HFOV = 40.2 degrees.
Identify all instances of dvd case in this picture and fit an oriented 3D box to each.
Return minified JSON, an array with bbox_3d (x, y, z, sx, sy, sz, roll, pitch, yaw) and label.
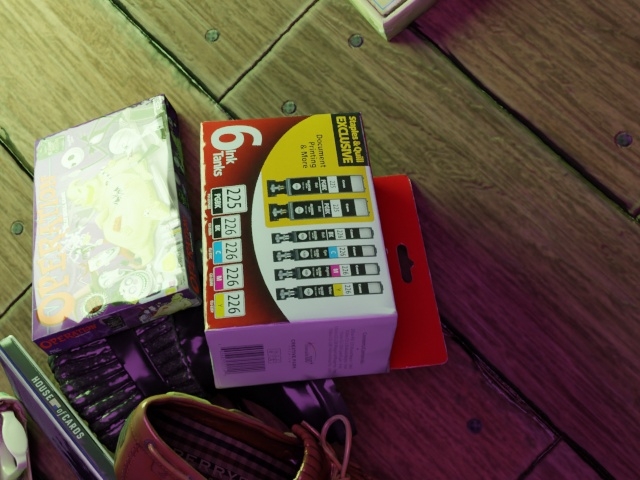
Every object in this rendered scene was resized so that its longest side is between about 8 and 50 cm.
[{"bbox_3d":[-0.321,0.245,1.104,0.030,0.179,0.238,-35,72,-26],"label":"dvd case"}]

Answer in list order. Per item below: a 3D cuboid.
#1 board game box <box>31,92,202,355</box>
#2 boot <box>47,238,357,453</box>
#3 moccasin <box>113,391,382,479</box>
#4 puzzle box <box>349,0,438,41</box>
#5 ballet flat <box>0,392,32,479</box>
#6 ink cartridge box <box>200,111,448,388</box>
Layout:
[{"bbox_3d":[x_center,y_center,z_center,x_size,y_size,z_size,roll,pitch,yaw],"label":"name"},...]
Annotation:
[{"bbox_3d":[-0.276,-0.033,1.153,0.208,0.056,0.346,-22,52,9],"label":"board game box"},{"bbox_3d":[-0.149,0.189,1.087,0.260,0.131,0.348,-41,63,-13],"label":"boot"},{"bbox_3d":[-0.035,0.267,0.972,0.380,0.147,0.139,28,47,-6],"label":"moccasin"},{"bbox_3d":[0.163,-0.506,1.233,0.409,0.052,0.272,-40,74,0],"label":"puzzle box"},{"bbox_3d":[-0.409,0.320,1.143,0.086,0.086,0.248,-13,76,8],"label":"ballet flat"},{"bbox_3d":[0.000,0.000,1.036,0.272,0.130,0.309,-5,52,-4],"label":"ink cartridge box"}]
